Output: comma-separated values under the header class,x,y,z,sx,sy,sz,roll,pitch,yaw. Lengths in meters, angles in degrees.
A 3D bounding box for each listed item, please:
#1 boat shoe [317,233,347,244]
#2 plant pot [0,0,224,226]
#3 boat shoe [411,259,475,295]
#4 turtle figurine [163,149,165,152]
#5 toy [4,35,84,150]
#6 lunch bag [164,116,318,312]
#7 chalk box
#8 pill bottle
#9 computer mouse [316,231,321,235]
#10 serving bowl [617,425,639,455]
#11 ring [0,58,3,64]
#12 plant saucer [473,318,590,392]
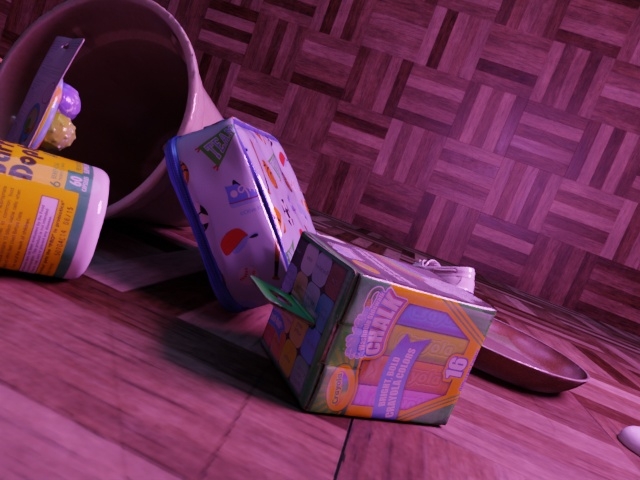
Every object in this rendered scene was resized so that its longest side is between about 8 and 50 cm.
class,x,y,z,sx,sy,sz,roll,pitch,yaw
boat shoe,-0.047,0.014,0.928,0.228,0.081,0.068,19,52,-4
plant pot,-0.282,-0.160,0.758,0.334,0.333,0.305,23,-3,16
boat shoe,0.242,0.085,1.035,0.095,0.084,0.258,22,-9,-33
turtle figurine,-0.416,-0.170,1.117,0.234,0.118,0.175,-1,3,-30
toy,-0.341,-0.129,0.563,0.137,0.237,0.056,28,-2,44
lunch bag,-0.089,-0.045,0.633,0.115,0.243,0.303,-22,4,7
chalk box,0.031,0.081,0.450,0.213,0.132,0.132,16,9,-26
pill bottle,-0.314,-0.039,0.411,0.208,0.117,0.117,16,9,-33
computer mouse,0.000,0.000,1.312,0.193,0.042,0.106,16,9,-32
serving bowl,0.441,0.270,0.605,0.083,0.027,0.083,20,8,-3
ring,-0.685,-0.299,1.041,0.337,0.032,0.336,24,-26,13
plant saucer,0.291,0.176,0.796,0.311,0.050,0.310,20,7,-3
